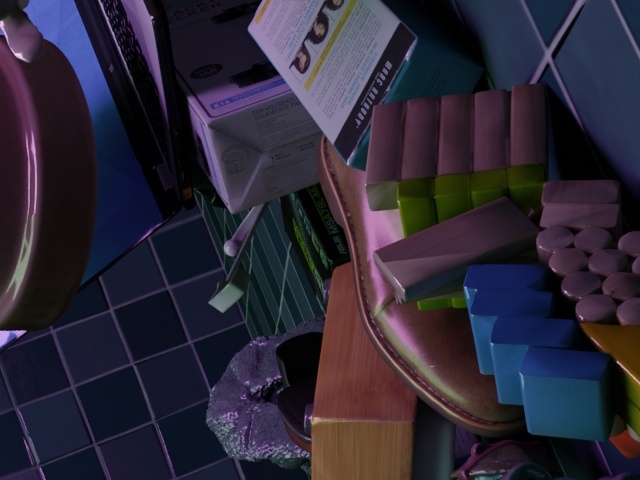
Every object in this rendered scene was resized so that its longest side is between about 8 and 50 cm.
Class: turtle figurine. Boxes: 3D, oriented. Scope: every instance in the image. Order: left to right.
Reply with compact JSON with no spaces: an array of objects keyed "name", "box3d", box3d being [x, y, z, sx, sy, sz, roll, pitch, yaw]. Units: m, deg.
[{"name":"turtle figurine","box3d":[0.134,0.198,1.128,0.234,0.175,0.118,136,121,-69]}]

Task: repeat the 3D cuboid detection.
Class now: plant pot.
[{"name":"plant pot","box3d":[-0.346,-0.047,1.360,0.263,0.229,0.263,4,95,56]}]

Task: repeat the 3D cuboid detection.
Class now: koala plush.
[{"name":"koala plush","box3d":[-0.007,0.227,1.979,0.221,0.203,0.196,41,-136,-48]}]

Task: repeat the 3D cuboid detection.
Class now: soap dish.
[{"name":"soap dish","box3d":[0.053,0.174,1.325,0.229,0.118,0.291,-81,-6,-52]}]

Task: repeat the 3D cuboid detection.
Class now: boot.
[{"name":"boot","box3d":[0.029,0.263,1.694,0.264,0.096,0.280,-142,32,-72]},{"name":"boot","box3d":[0.082,0.002,1.188,0.305,0.112,0.115,64,154,27]}]

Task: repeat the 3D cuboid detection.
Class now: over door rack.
[{"name":"over door rack","box3d":[-0.178,-0.059,1.881,0.239,0.108,0.324,35,-151,-10]}]

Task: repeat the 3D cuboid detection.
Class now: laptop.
[{"name":"laptop","box3d":[-0.287,-0.172,1.490,0.408,0.236,0.382,88,160,-56]}]

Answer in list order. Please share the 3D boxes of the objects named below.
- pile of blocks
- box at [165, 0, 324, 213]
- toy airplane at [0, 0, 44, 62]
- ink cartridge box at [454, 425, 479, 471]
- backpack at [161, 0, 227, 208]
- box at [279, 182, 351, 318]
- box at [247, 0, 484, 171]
[{"name":"pile of blocks","box3d":[0.123,0.048,0.865,0.362,0.149,0.113,-123,15,-52]},{"name":"box","box3d":[-0.051,-0.142,1.427,0.290,0.169,0.087,-125,16,-60]},{"name":"toy airplane","box3d":[-0.172,-0.320,1.045,0.272,0.386,0.384,35,146,53]},{"name":"ink cartridge box","box3d":[0.099,0.206,1.654,0.332,0.065,0.165,-179,68,-79]},{"name":"backpack","box3d":[-0.158,-0.188,1.781,0.191,0.225,0.253,-65,33,33]},{"name":"box","box3d":[0.000,0.000,1.842,0.184,0.045,0.191,87,161,-55]},{"name":"box","box3d":[0.026,-0.140,1.160,0.100,0.060,0.244,-61,31,19]}]
